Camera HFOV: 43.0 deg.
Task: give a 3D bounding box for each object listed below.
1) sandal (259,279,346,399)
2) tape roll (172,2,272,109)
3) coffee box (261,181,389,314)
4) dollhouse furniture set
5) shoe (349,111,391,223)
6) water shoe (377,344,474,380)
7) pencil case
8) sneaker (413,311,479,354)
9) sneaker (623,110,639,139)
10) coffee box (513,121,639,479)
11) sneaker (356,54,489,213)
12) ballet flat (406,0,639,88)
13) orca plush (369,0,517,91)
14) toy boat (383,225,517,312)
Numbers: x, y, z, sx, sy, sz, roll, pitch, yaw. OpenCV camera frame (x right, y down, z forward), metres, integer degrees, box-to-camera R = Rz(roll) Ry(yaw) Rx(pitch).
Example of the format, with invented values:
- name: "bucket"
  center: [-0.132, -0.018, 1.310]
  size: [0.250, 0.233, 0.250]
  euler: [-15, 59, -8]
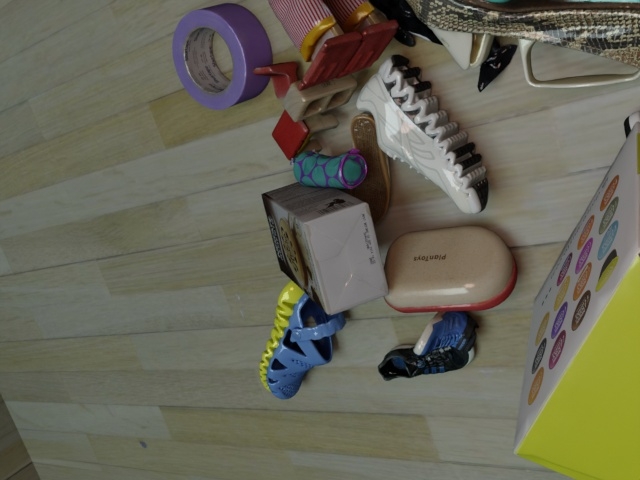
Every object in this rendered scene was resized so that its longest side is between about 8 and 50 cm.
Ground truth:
- name: "sandal"
  center: [-0.036, 0.223, 1.697]
  size: [0.138, 0.126, 0.317]
  euler: [29, 129, 20]
- name: "tape roll"
  center: [-0.188, -0.350, 1.549]
  size: [0.189, 0.080, 0.188]
  euler: [19, 124, 31]
- name: "coffee box"
  center: [0.000, 0.000, 1.451]
  size: [0.297, 0.119, 0.168]
  euler: [-145, 39, -69]
- name: "dollhouse furniture set"
  center: [-0.046, -0.302, 1.356]
  size: [0.201, 0.152, 0.374]
  euler: [58, 148, 13]
- name: "shoe"
  center: [0.092, -0.131, 1.456]
  size: [0.077, 0.058, 0.219]
  euler: [6, 122, 15]
- name: "water shoe"
  center: [0.198, 0.231, 1.532]
  size: [0.203, 0.080, 0.072]
  euler: [-22, 97, 44]
- name: "pencil case"
  center: [0.014, -0.127, 1.432]
  size: [0.152, 0.065, 0.070]
  euler: [10, 92, 53]
- name: "sneaker"
  center: [0.228, 0.169, 1.428]
  size: [0.085, 0.152, 0.058]
  euler: [35, 126, 13]
- name: "sneaker"
  center: [0.451, -0.069, 1.169]
  size: [0.121, 0.079, 0.216]
  euler: [-20, 100, 42]
- name: "coffee box"
  center: [0.474, 0.113, 1.006]
  size: [0.338, 0.334, 0.337]
  euler: [22, 127, 6]
- name: "sneaker"
  center: [0.168, -0.158, 1.328]
  size: [0.118, 0.110, 0.292]
  euler: [-38, 78, 31]
- name: "ballet flat"
  center: [0.287, -0.300, 1.118]
  size: [0.483, 0.164, 0.182]
  euler: [18, 133, 21]
- name: "orca plush"
  center: [0.154, -0.339, 1.257]
  size: [0.287, 0.102, 0.151]
  euler: [51, 134, 6]
- name: "toy boat"
  center: [0.228, 0.069, 1.401]
  size: [0.231, 0.150, 0.151]
  euler: [-5, 145, 33]
